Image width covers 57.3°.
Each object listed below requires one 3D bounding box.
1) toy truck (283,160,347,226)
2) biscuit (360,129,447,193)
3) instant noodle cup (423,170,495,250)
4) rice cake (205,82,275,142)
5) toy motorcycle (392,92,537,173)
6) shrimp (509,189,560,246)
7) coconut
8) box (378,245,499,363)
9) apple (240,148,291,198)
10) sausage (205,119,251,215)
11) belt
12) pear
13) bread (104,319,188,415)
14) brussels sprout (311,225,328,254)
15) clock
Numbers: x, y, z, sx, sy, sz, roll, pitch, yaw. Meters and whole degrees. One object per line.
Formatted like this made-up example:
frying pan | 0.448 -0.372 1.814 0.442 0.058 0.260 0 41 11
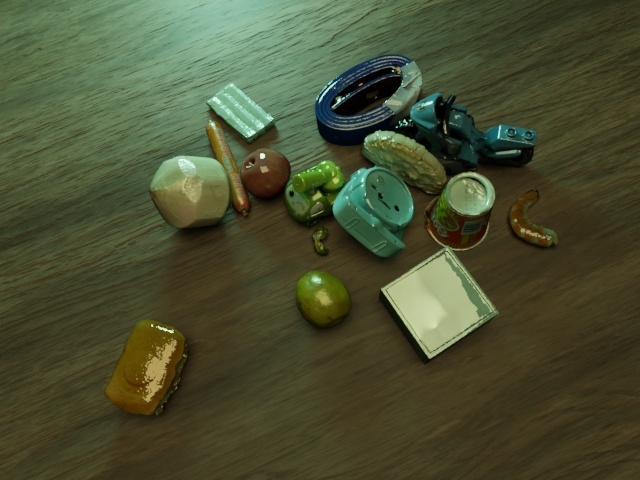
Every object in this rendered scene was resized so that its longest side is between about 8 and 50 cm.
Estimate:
toy truck | -0.006 -0.153 1.685 0.187 0.210 0.148 -26 70 -23
biscuit | 0.241 -0.237 1.701 0.281 0.179 0.084 30 76 12
instant noodle cup | 0.394 -0.091 1.627 0.193 0.212 0.193 -1 71 3
rice cake | -0.256 -0.409 1.859 0.124 0.038 0.211 -40 73 -10
toy motorcycle | 0.415 -0.305 1.687 0.417 0.232 0.172 14 69 7
shrimp | 0.631 -0.064 1.699 0.161 0.049 0.166 25 67 12
coconut | -0.378 -0.140 1.667 0.234 0.224 0.224 -5 67 -36
box | 0.315 0.176 1.595 0.225 0.117 0.225 -31 72 -8
apple | -0.167 -0.200 1.730 0.154 0.120 0.153 -21 53 31
sausage | -0.283 -0.228 1.793 0.053 0.053 0.347 -22 72 -4
belt | 0.149 -0.428 1.803 0.347 0.117 0.212 -29 71 -6
pear | 0.005 0.161 1.600 0.149 0.149 0.162 -38 66 -9
bread | -0.461 0.343 1.580 0.174 0.121 0.245 21 76 8
brussels sprout | -0.001 0.001 1.706 0.051 0.046 0.083 -3 72 9
clock | 0.166 -0.106 1.652 0.224 0.094 0.274 38 50 -15
